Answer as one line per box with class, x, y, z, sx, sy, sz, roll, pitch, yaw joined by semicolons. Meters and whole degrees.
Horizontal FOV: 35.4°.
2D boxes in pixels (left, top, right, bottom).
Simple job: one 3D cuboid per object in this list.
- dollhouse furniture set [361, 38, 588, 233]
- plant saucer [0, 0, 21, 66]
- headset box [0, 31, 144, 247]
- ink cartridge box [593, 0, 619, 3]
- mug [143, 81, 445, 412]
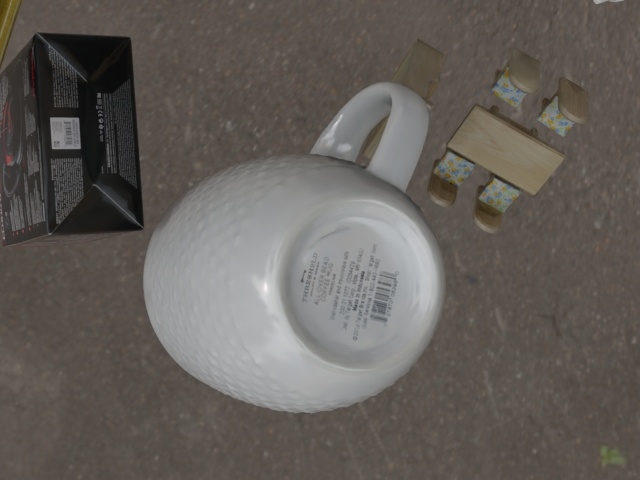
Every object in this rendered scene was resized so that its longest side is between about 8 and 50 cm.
dollhouse furniture set;0.195;-0.131;1.300;0.242;0.161;0.212;29;127;-7
plant saucer;-0.390;-0.244;0.983;0.081;0.333;0.332;33;120;6
headset box;-0.311;-0.106;1.191;0.293;0.110;0.218;-9;85;62
ink cartridge box;0.198;-0.407;0.660;0.166;0.285;0.395;-9;130;50
mug;0.000;0.000;1.058;0.276;0.374;0.328;29;169;-17
